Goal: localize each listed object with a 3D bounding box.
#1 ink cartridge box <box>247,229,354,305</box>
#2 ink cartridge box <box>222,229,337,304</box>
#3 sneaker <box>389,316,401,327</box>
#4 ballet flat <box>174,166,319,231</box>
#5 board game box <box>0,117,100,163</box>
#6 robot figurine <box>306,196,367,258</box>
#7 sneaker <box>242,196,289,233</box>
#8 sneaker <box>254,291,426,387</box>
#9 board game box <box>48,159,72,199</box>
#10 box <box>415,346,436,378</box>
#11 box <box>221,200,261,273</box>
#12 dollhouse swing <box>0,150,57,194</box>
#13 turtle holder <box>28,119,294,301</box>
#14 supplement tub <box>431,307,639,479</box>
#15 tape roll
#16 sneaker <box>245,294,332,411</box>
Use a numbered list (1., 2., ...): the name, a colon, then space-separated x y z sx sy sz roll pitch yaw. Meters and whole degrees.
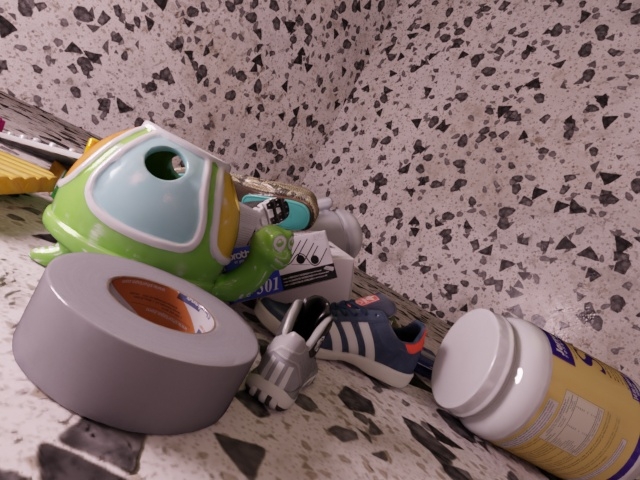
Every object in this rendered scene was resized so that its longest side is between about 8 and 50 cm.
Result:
1. ink cartridge box: -0.070 0.057 0.975 0.207 0.117 0.283 2 13 -19
2. ink cartridge box: -0.077 0.049 0.780 0.207 0.097 0.046 -12 -7 -24
3. sneaker: 0.193 0.248 1.248 0.086 0.064 0.192 25 -2 25
4. ballet flat: -0.241 -0.135 1.243 0.482 0.164 0.182 10 30 -3
5. board game box: -0.498 -0.169 0.954 0.389 0.050 0.390 16 -5 15
6. robot figurine: 0.000 0.000 1.477 0.353 0.300 0.200 -13 19 -17
7. sneaker: -0.189 -0.047 0.983 0.106 0.078 0.234 -2 16 45
8. sneaker: 0.051 0.150 0.788 0.350 0.148 0.131 25 5 -22
9. board game box: -0.395 -0.052 0.907 0.242 0.064 0.316 31 4 36
10. box: 0.267 0.315 1.083 0.136 0.037 0.225 28 2 -6
11. box: -0.221 -0.011 0.814 0.130 0.171 0.091 30 5 26
12. dollhouse swing: -0.574 -0.243 0.584 0.304 0.315 0.347 8 6 -9
13. turtle holder: -0.215 -0.027 0.609 0.320 0.227 0.243 29 3 13
14. supplement tub: 0.413 0.297 0.802 0.331 0.241 0.241 29 3 -6
15. tape roll: -0.176 0.095 0.425 0.219 0.072 0.219 29 3 -1
16. sneaker: -0.021 0.135 0.579 0.086 0.132 0.228 29 3 3
